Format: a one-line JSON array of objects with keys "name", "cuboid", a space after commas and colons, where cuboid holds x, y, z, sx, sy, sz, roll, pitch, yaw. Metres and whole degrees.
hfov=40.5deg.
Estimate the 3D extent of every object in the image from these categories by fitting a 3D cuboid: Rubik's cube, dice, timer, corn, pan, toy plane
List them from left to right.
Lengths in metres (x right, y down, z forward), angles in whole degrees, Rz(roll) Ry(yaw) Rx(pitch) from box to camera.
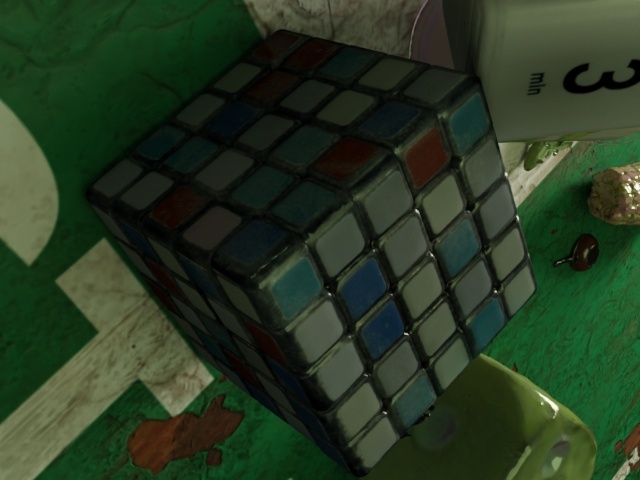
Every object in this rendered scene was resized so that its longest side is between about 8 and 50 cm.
[{"name": "Rubik's cube", "cuboid": [0.000, 0.000, 0.869, 0.292, 0.287, 0.293, -45, 132, -19]}, {"name": "dice", "cuboid": [0.218, 0.309, 1.229, 0.250, 0.254, 0.252, 41, 81, -41]}, {"name": "toy plane", "cuboid": [0.333, -0.151, 1.283, 0.102, 0.040, 0.111, 30, 85, -26]}, {"name": "timer", "cuboid": [0.225, -0.223, 0.800, 0.195, 0.194, 0.192, -7, 151, 1]}, {"name": "pan", "cuboid": [0.436, 0.030, 1.466, 0.115, 0.023, 0.068, -20, 122, -35]}, {"name": "corn", "cuboid": [0.581, -0.080, 1.486, 0.335, 0.127, 0.126, -11, 115, -37]}]

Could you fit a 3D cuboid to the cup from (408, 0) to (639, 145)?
[{"name": "cup", "cuboid": [0.269, -0.228, 1.063, 0.274, 0.253, 0.253, -11, 115, -31]}]
